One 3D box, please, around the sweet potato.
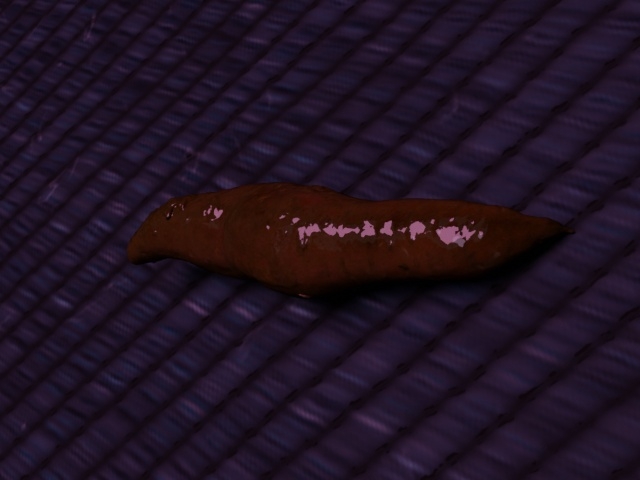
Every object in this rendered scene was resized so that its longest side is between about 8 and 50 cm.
[{"bbox_3d":[0.000,0.000,0.687,0.274,0.067,0.067,2,65,36],"label":"sweet potato"}]
